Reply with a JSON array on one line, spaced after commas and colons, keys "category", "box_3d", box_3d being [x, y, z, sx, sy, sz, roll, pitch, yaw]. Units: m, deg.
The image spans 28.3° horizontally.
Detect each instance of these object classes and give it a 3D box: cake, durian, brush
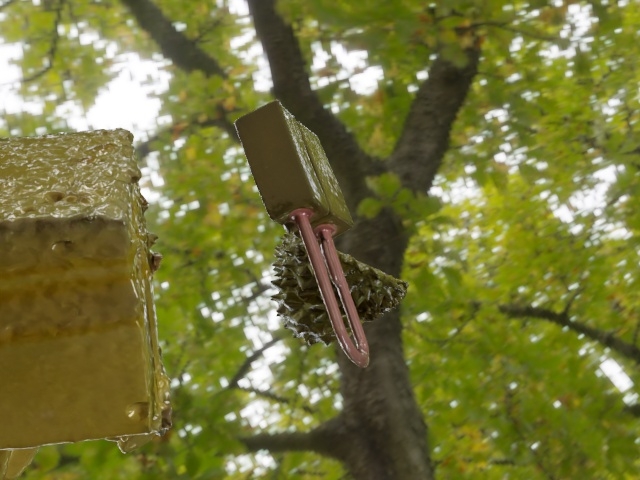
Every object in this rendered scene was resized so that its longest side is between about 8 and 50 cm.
[{"category": "cake", "box_3d": [-0.251, 0.072, 1.105, 0.227, 0.222, 0.286, -6, -66, -4]}, {"category": "durian", "box_3d": [-0.003, 0.062, 1.426, 0.186, 0.119, 0.108, 18, -100, 40]}, {"category": "brush", "box_3d": [0.000, 0.000, 1.078, 0.047, 0.103, 0.233, -27, -114, 14]}]
